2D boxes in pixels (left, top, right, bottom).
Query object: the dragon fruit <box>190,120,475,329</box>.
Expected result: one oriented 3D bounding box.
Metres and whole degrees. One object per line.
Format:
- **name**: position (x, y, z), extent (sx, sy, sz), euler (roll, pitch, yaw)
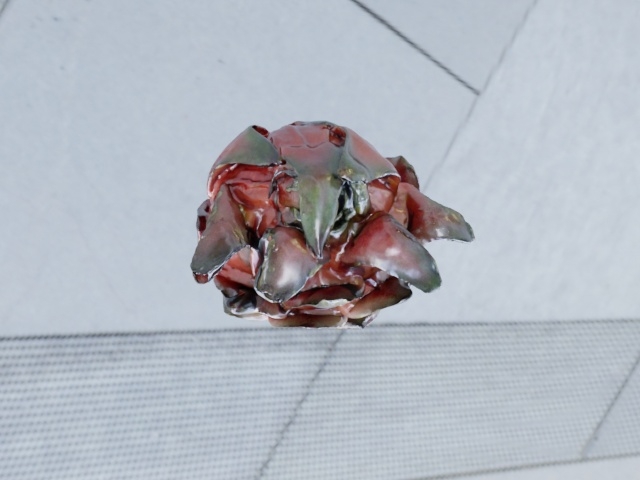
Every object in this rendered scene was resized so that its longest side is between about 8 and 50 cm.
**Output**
- **dragon fruit**: position (-0.006, -0.004, 0.680), extent (0.121, 0.142, 0.130), euler (38, 72, -17)
